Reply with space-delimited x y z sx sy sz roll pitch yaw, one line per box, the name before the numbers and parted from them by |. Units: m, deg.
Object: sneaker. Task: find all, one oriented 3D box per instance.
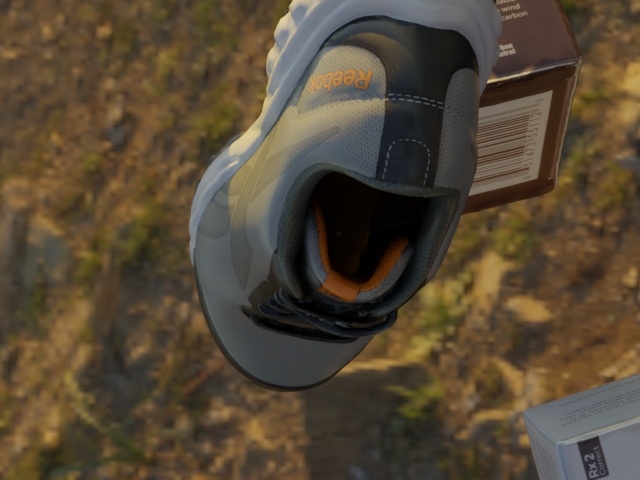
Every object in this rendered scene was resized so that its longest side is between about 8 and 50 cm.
sneaker | 0.000 0.000 0.785 0.271 0.100 0.108 112 165 -57

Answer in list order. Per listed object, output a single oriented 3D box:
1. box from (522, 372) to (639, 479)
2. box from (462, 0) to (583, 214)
box | 0.260 0.188 1.345 0.119 0.182 0.181 -127 20 -80
box | 0.081 -0.226 1.503 0.191 0.143 0.381 89 165 -61
